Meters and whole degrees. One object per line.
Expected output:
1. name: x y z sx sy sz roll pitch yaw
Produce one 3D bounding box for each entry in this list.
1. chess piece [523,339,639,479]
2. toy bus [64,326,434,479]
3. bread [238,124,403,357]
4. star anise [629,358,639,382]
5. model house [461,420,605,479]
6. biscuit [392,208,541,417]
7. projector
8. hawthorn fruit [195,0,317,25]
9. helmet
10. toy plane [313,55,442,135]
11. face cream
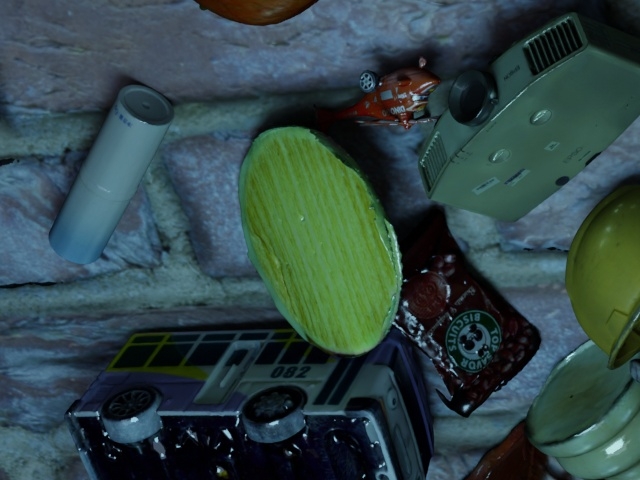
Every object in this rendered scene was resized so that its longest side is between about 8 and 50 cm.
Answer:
1. chess piece: 0.425 0.283 1.955 0.182 0.182 0.330 -34 113 32
2. toy bus: -0.072 0.242 2.027 0.439 0.249 0.209 -4 119 27
3. bread: 0.002 -0.004 1.880 0.301 0.045 0.301 32 134 41
4. star anise: 0.472 0.162 1.753 0.129 0.212 0.283 12 126 -38
5. model house: 0.308 0.395 2.064 0.254 0.160 0.196 33 125 -7
6. biscuit: 0.159 0.094 1.937 0.151 0.063 0.235 -43 103 -8
7. projector: 0.229 -0.139 1.735 0.193 0.088 0.269 14 135 -37
8. hawthorn fruit: -0.072 -0.331 1.684 0.224 0.224 0.261 30 147 -3
9. helmet: 0.364 0.011 1.793 0.140 0.205 0.257 39 99 20
10. toy plane: 0.068 -0.159 1.833 0.194 0.126 0.077 -14 86 62
11. face cream: -0.266 -0.080 1.980 0.077 0.077 0.250 31 125 -4
